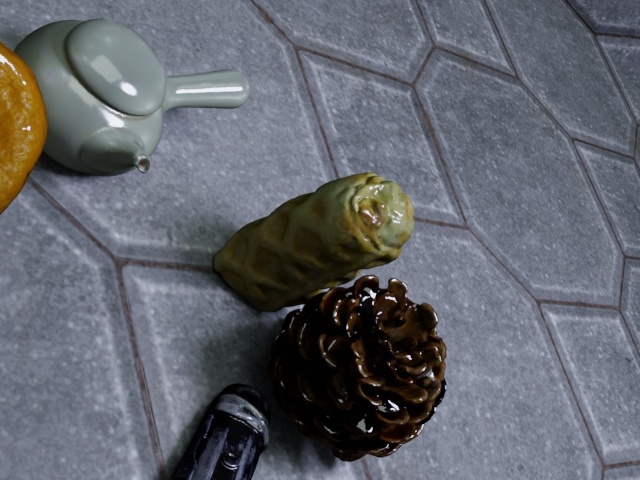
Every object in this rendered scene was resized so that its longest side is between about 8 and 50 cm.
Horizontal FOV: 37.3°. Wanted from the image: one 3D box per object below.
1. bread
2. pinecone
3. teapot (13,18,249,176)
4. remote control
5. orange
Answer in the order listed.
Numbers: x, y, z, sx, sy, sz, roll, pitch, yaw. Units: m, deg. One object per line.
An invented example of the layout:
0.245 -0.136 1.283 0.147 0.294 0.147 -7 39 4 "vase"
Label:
0.000 0.000 1.238 0.152 0.268 0.129 5 64 -48 "bread"
0.050 0.160 1.190 0.224 0.272 0.224 4 75 -15 "pinecone"
-0.248 -0.203 1.213 0.220 0.149 0.318 54 33 -9 "teapot"
-0.111 0.257 1.071 0.090 0.066 0.265 45 38 -16 "remote control"
-0.408 -0.113 0.941 0.249 0.183 0.248 -25 125 -40 "orange"
